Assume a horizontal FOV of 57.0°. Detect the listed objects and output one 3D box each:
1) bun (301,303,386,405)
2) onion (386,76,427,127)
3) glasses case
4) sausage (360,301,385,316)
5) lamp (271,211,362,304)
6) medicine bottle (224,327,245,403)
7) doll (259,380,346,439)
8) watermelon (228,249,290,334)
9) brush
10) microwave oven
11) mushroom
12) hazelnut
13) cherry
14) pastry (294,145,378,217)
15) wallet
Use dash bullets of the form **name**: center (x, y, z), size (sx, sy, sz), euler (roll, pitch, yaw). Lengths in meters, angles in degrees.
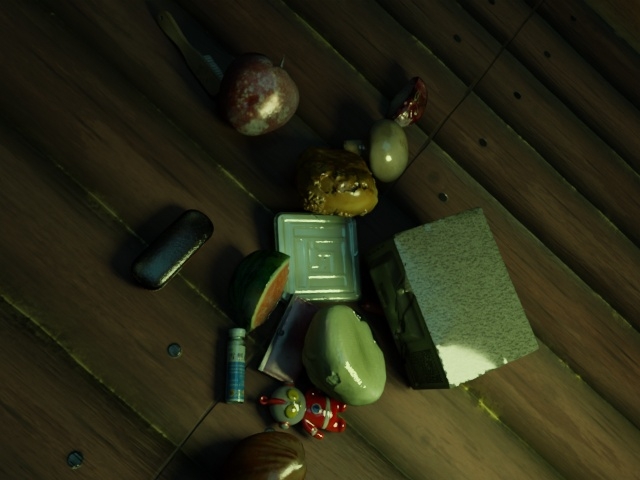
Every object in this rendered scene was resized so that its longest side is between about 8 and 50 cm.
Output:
- **bun**: center (0.049, 0.319, 1.591), size (0.283, 0.179, 0.283), euler (44, 31, -35)
- **onion**: center (0.320, -0.473, 2.057), size (0.098, 0.151, 0.206), euler (38, 75, -22)
- **glasses case**: center (-0.394, 0.023, 1.582), size (0.103, 0.067, 0.267), euler (41, 60, -2)
- **sausage**: center (0.234, 0.227, 1.794), size (0.253, 0.034, 0.034), euler (18, 63, -15)
- **lamp**: center (-0.008, 0.051, 1.735), size (0.268, 0.047, 0.267), euler (0, 81, -23)
- **medicine bottle**: center (-0.222, 0.328, 1.544), size (0.051, 0.051, 0.191), euler (8, 68, -20)
- **doll**: center (-0.046, 0.443, 1.563), size (0.244, 0.076, 0.143), euler (19, 58, -20)
- **watermelon**: center (-0.190, 0.119, 1.604), size (0.146, 0.128, 0.231), euler (28, 75, 21)
- **brush**: center (-0.394, -0.585, 1.836), size (0.328, 0.070, 0.065), euler (52, 41, 5)
- **microwave oven**: center (0.354, 0.172, 1.699), size (0.374, 0.236, 0.433), euler (-18, 81, -20)
- **mushroom**: center (0.190, -0.278, 1.907), size (0.209, 0.206, 0.207), euler (-30, 81, 11)
- **hazelnut**: center (-0.131, 0.561, 1.408), size (0.209, 0.210, 0.186), euler (8, 106, -21)
- **cherry**: center (-0.182, -0.445, 1.783), size (0.236, 0.213, 0.286), euler (30, 78, 3)
- **pastry**: center (0.040, -0.165, 1.760), size (0.254, 0.162, 0.311), euler (16, 25, -6)
- **wallet**: center (-0.076, 0.274, 1.624), size (0.119, 0.025, 0.232), euler (32, 68, -18)
